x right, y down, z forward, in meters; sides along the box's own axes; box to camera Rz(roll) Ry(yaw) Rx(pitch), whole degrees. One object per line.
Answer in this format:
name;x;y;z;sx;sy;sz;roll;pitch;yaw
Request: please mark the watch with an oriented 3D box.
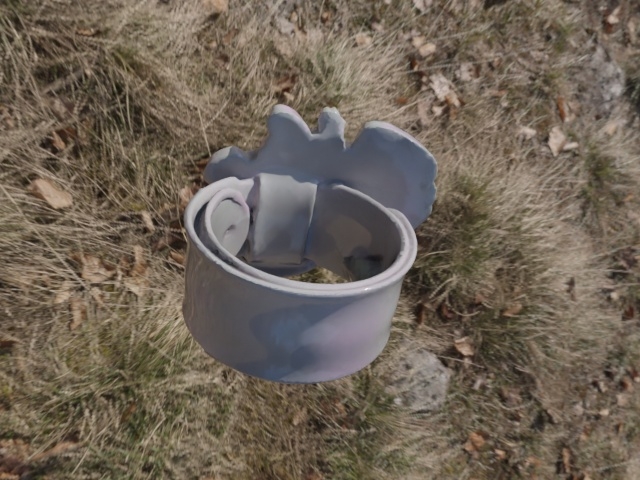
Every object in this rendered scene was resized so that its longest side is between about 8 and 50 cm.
watch;0.000;0.000;0.601;0.244;0.231;0.196;4;122;-8
